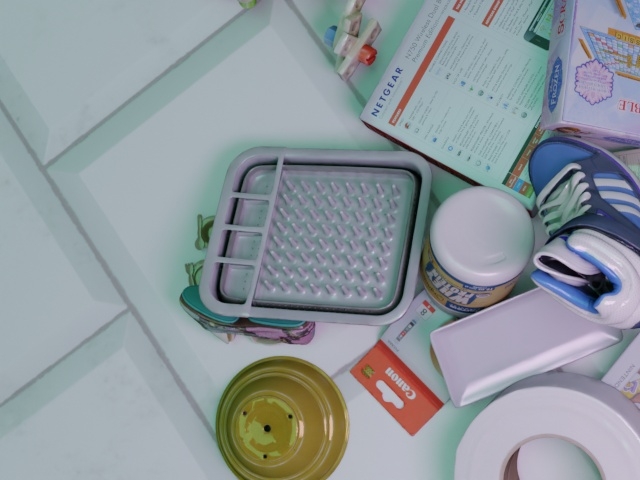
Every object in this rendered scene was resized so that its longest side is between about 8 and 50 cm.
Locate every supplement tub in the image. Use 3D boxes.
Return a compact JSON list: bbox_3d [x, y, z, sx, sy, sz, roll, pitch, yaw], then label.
[{"bbox_3d":[0.218,0.023,1.626,0.144,0.200,0.144,1,68,-1],"label":"supplement tub"}]

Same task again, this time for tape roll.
[{"bbox_3d":[0.335,0.333,1.598,0.286,0.100,0.286,3,97,22],"label":"tape roll"}]

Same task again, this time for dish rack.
[{"bbox_3d":[0.000,0.000,1.719,0.332,0.072,0.286,3,65,20],"label":"dish rack"}]

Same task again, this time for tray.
[{"bbox_3d":[0.296,0.133,1.651,0.270,0.030,0.145,-22,118,-2],"label":"tray"}]

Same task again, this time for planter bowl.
[{"bbox_3d":[-0.071,0.284,1.739,0.217,0.090,0.217,-2,83,13],"label":"planter bowl"}]

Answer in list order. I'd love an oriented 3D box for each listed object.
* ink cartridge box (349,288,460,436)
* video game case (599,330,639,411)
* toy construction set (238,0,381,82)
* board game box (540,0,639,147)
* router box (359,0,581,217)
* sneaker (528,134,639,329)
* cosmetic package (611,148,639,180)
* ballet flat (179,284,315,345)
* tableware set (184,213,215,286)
[{"bbox_3d":[0.149,0.183,1.722,0.179,0.045,0.145,-45,76,3],"label":"ink cartridge box"},{"bbox_3d":[0.488,0.259,1.591,0.227,0.026,0.206,38,125,14],"label":"video game case"},{"bbox_3d":[-0.026,-0.405,1.769,0.327,0.151,0.215,37,69,7],"label":"toy construction set"},{"bbox_3d":[0.479,-0.288,1.607,0.318,0.066,0.318,10,85,-16],"label":"board game box"},{"bbox_3d":[0.271,-0.253,1.718,0.301,0.082,0.335,31,92,14],"label":"router box"},{"bbox_3d":[0.333,-0.022,1.481,0.130,0.236,0.323,-52,57,31],"label":"sneaker"},{"bbox_3d":[0.473,-0.104,1.676,0.115,0.041,0.060,-6,83,13],"label":"cosmetic package"},{"bbox_3d":[-0.115,0.128,1.776,0.221,0.079,0.077,9,42,13],"label":"ballet flat"},{"bbox_3d":[-0.136,0.027,1.817,0.168,0.020,0.141,3,85,13],"label":"tableware set"}]
